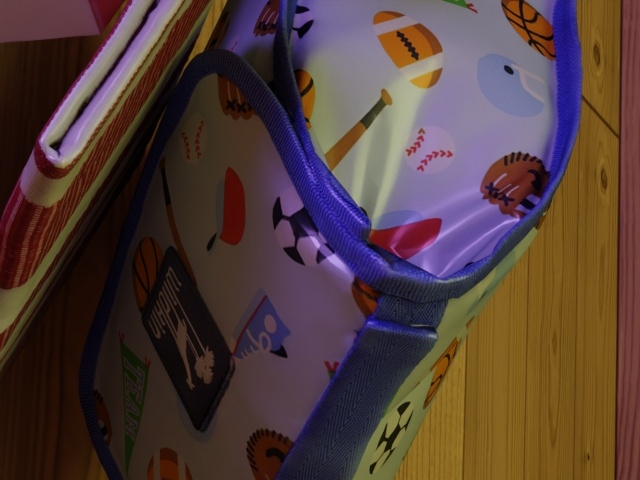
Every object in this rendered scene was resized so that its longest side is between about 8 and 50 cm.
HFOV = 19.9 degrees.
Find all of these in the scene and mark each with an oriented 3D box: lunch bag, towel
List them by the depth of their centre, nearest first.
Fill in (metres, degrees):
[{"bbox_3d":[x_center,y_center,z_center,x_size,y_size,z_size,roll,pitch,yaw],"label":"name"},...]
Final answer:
[{"bbox_3d":[-0.126,-0.045,0.965,0.237,0.037,0.329,-63,-176,-33],"label":"towel"},{"bbox_3d":[0.000,0.000,1.105,0.385,0.239,0.328,-84,-165,-48],"label":"lunch bag"}]

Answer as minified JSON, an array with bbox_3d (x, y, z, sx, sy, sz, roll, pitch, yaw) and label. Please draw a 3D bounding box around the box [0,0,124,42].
[{"bbox_3d":[-0.162,-0.285,1.005,0.345,0.168,0.215,-66,147,-48],"label":"box"}]
